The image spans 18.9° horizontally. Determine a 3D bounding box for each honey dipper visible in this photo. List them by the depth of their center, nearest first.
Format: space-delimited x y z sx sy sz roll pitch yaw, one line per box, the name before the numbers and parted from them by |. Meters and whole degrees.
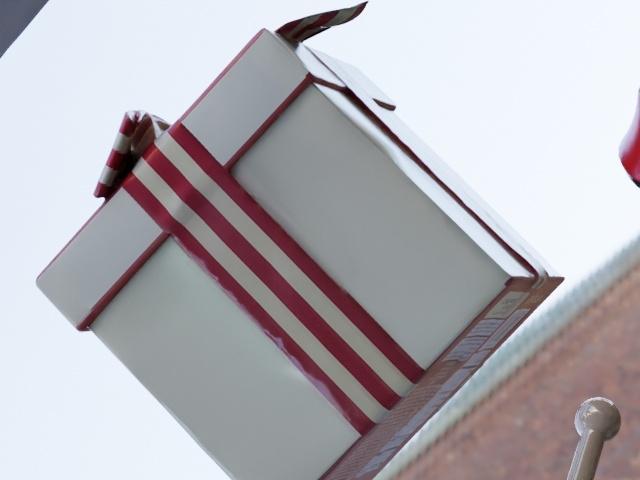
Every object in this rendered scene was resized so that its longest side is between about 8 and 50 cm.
honey dipper | 0.086 0.120 0.707 0.161 0.030 0.030 -65 -36 -38

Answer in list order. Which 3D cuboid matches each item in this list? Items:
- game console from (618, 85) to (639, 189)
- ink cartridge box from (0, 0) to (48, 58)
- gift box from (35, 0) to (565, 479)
game console | 0.378 -0.011 0.982 0.342 0.386 0.060 -5 -62 -27
ink cartridge box | -0.232 -0.121 0.924 0.333 0.165 0.065 -52 -25 -13
gift box | 0.000 0.000 1.289 0.276 0.258 0.255 -47 -12 5
